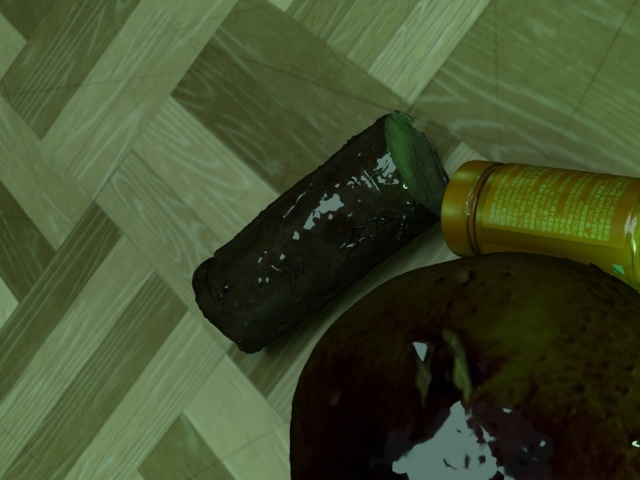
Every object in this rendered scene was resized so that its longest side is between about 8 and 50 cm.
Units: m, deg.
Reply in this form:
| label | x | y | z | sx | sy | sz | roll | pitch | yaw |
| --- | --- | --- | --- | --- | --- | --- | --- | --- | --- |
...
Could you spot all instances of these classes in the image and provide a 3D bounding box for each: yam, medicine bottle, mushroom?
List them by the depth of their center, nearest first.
| label | x | y | z | sx | sy | sz | roll | pitch | yaw |
| --- | --- | --- | --- | --- | --- | --- | --- | --- | --- |
| mushroom | 0.158 | 0.192 | 0.913 | 0.331 | 0.356 | 0.334 | -16 | 21 | 40 |
| medicine bottle | 0.210 | -0.016 | 1.020 | 0.192 | 0.096 | 0.096 | 10 | 78 | 40 |
| yam | -0.001 | -0.001 | 1.160 | 0.280 | 0.131 | 0.131 | -37 | 53 | 20 |
